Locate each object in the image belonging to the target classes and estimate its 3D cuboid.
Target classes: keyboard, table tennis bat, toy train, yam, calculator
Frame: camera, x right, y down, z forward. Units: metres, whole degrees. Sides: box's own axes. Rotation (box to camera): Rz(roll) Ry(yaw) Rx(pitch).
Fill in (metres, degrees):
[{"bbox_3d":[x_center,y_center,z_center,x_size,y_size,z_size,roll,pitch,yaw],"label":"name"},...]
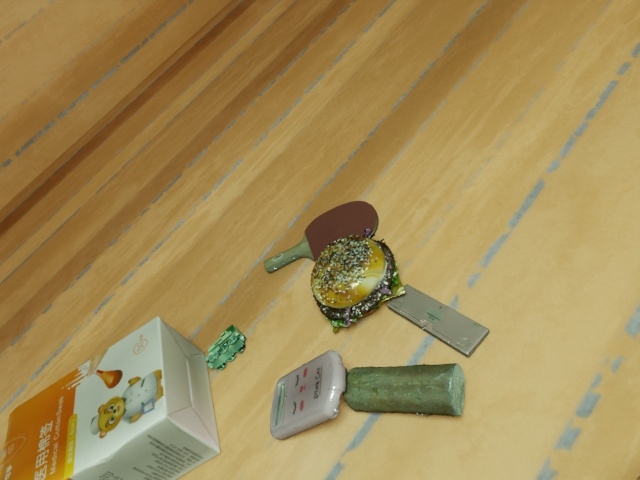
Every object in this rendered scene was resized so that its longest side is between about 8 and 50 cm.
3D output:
[{"bbox_3d":[0.173,0.120,0.799,0.055,0.017,0.166,-43,40,-16],"label":"keyboard"},{"bbox_3d":[0.000,0.000,1.040,0.246,0.022,0.138,-26,40,9],"label":"table tennis bat"},{"bbox_3d":[-0.173,0.196,0.957,0.083,0.033,0.053,-41,35,-6],"label":"toy train"},{"bbox_3d":[0.115,0.204,0.719,0.169,0.068,0.068,-13,44,37],"label":"yam"},{"bbox_3d":[-0.022,0.228,0.775,0.175,0.032,0.100,-38,32,38],"label":"calculator"}]

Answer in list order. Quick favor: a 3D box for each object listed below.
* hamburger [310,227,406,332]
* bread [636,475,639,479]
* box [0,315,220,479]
[{"bbox_3d":[0.049,0.055,0.881,0.164,0.093,0.189,-38,33,4],"label":"hamburger"},{"bbox_3d":[0.361,0.293,0.392,0.274,0.149,0.274,-15,48,17],"label":"bread"},{"bbox_3d":[-0.357,0.321,0.883,0.341,0.143,0.225,-33,39,6],"label":"box"}]
